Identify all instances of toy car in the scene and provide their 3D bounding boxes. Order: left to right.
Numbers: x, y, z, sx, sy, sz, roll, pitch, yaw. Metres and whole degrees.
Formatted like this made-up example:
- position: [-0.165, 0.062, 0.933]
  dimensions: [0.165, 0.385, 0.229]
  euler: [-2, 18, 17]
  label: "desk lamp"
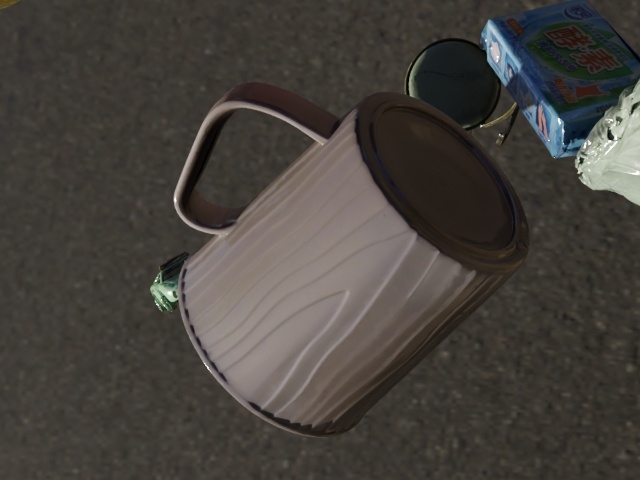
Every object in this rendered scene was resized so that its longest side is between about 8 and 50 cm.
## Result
- position: [-0.173, 0.046, 1.772]
  dimensions: [0.058, 0.093, 0.186]
  euler: [59, 169, -3]
  label: "toy car"

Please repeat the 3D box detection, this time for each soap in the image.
- position: [0.320, -0.206, 1.755]
  dimensions: [0.293, 0.156, 0.077]
  euler: [-117, 17, -45]
  label: "soap"

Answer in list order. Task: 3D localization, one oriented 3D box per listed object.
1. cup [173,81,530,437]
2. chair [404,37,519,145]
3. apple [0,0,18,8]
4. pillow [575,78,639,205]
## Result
- position: [0.012, -0.002, 1.270]
  dimensions: [0.273, 0.208, 0.288]
  euler: [-44, 72, 33]
  label: "cup"
- position: [0.212, -0.230, 2.100]
  dimensions: [0.326, 0.170, 0.160]
  euler: [105, -173, -86]
  label: "chair"
- position: [-0.402, -0.422, 1.435]
  dimensions: [0.374, 0.384, 0.374]
  euler: [-28, 20, 12]
  label: "apple"
- position: [0.439, -0.112, 1.480]
  dimensions: [0.310, 0.283, 0.138]
  euler: [121, 166, -57]
  label: "pillow"
